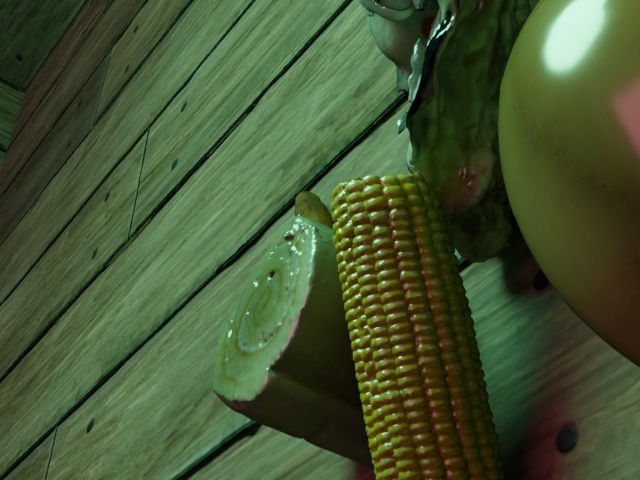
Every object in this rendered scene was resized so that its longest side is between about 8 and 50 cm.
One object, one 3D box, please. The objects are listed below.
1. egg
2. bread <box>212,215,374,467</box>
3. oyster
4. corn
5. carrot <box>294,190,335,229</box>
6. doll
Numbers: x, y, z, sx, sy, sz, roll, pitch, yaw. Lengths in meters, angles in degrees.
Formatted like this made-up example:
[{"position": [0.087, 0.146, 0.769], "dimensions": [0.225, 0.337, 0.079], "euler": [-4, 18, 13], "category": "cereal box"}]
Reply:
[{"position": [0.187, -0.033, 0.474], "dimensions": [0.201, 0.201, 0.244], "euler": [-48, 31, 28], "category": "egg"}, {"position": [0.010, 0.075, 0.774], "dimensions": [0.134, 0.141, 0.148], "euler": [-1, 65, 60], "category": "bread"}, {"position": [0.120, -0.159, 0.739], "dimensions": [0.238, 0.115, 0.351], "euler": [-53, -29, -83], "category": "oyster"}, {"position": [0.061, 0.076, 0.667], "dimensions": [0.081, 0.081, 0.248], "euler": [-28, 67, 50], "category": "corn"}, {"position": [0.000, 0.000, 0.980], "dimensions": [0.057, 0.057, 0.224], "euler": [-54, 22, 18], "category": "carrot"}, {"position": [0.072, -0.221, 0.913], "dimensions": [0.095, 0.192, 0.149], "euler": [1, 59, 40], "category": "doll"}]
